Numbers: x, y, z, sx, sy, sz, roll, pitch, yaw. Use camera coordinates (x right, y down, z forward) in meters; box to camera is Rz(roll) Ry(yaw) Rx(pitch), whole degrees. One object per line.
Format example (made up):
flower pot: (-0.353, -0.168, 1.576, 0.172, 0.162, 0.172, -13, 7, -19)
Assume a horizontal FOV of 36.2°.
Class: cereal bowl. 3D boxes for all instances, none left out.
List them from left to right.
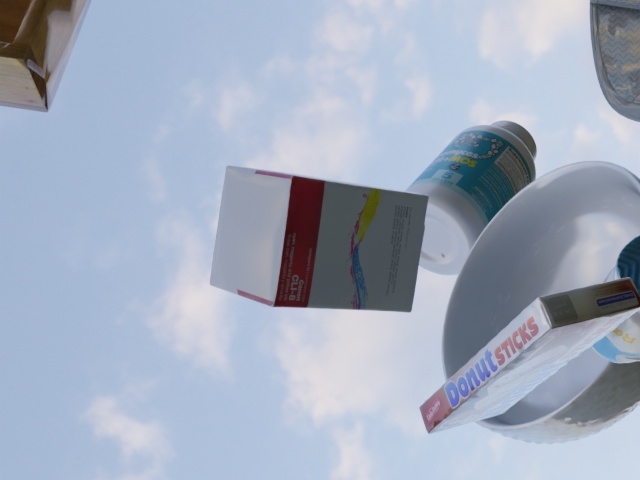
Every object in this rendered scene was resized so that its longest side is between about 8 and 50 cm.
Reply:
cereal bowl: (0.304, 0.084, 1.154, 0.141, 0.339, 0.339, 27, -105, -24)

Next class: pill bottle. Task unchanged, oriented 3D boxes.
pill bottle: (0.227, -0.076, 1.462, 0.264, 0.146, 0.146, -46, -59, -39)

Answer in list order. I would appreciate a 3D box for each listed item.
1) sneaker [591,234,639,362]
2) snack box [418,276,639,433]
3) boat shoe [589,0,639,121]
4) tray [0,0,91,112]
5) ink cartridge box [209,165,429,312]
sneaker: (0.297, 0.025, 0.748, 0.228, 0.087, 0.092, -14, -35, -25)
snack box: (0.121, 0.074, 0.600, 0.064, 0.178, 0.022, -11, -114, -23)
boat shoe: (0.270, -0.235, 0.667, 0.103, 0.118, 0.321, 6, -86, -44)
tray: (-0.388, -0.228, 0.778, 0.076, 0.410, 0.203, 87, -167, -62)
ink cartridge box: (0.000, 0.000, 0.994, 0.176, 0.128, 0.127, 5, -86, -36)
